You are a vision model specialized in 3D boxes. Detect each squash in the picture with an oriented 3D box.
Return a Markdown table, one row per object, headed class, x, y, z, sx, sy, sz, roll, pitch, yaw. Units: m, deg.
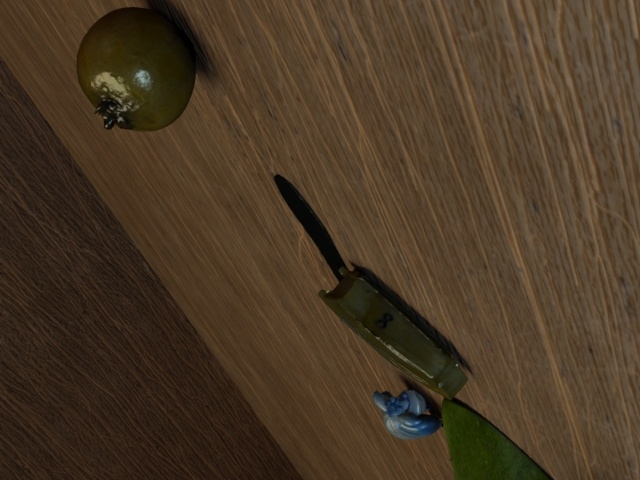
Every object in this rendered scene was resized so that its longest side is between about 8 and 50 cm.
| class | x | y | z | sx | sy | sz | roll | pitch | yaw |
| --- | --- | --- | --- | --- | --- | --- | --- | --- | --- |
| squash | 0.271 | 0.309 | 1.377 | 0.093 | 0.169 | 0.252 | 89 | 170 | -64 |

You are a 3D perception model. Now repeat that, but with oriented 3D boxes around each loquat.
| class | x | y | z | sx | sy | sz | roll | pitch | yaw |
| --- | --- | --- | --- | --- | --- | --- | --- | --- | --- |
| loquat | -0.222 | -0.206 | 1.234 | 0.137 | 0.163 | 0.163 | 10 | 152 | 15 |

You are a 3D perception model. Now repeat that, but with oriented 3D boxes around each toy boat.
| class | x | y | z | sx | sy | sz | roll | pitch | yaw |
| --- | --- | --- | --- | --- | --- | --- | --- | --- | --- |
| toy boat | 0.095 | 0.121 | 1.318 | 0.226 | 0.068 | 0.088 | 39 | 168 | 21 |

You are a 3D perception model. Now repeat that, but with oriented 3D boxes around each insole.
| class | x | y | z | sx | sy | sz | roll | pitch | yaw |
| --- | --- | --- | --- | --- | --- | --- | --- | --- | --- |
| insole | 0.000 | 0.000 | 1.391 | 0.080 | 0.003 | 0.232 | 28 | 155 | 54 |

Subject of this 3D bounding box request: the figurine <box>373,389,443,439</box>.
| class | x | y | z | sx | sy | sz | roll | pitch | yaw |
| --- | --- | --- | --- | --- | --- | --- | --- | --- | --- |
| figurine | 0.140 | 0.266 | 1.560 | 0.114 | 0.079 | 0.114 | 16 | -177 | -1 |
